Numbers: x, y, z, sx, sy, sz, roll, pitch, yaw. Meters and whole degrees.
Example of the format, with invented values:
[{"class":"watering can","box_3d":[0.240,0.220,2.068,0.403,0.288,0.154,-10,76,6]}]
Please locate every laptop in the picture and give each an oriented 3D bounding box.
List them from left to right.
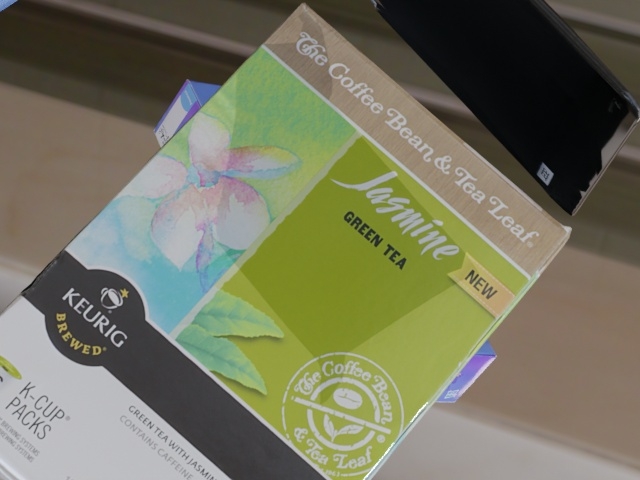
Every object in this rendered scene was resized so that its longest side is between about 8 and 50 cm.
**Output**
[{"class":"laptop","box_3d":[0.092,-0.171,0.794,0.234,0.136,0.264,84,18,-81]}]

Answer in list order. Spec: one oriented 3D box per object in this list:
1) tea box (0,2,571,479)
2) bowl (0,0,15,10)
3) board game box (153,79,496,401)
[{"class":"tea box","box_3d":[-0.058,0.079,1.070,0.323,0.220,0.329,-49,177,-18]},{"class":"bowl","box_3d":[-0.373,-0.367,1.440,0.077,0.391,0.391,21,86,-77]},{"class":"board game box","box_3d":[0.000,0.000,1.677,0.233,0.347,0.078,5,136,-38]}]
